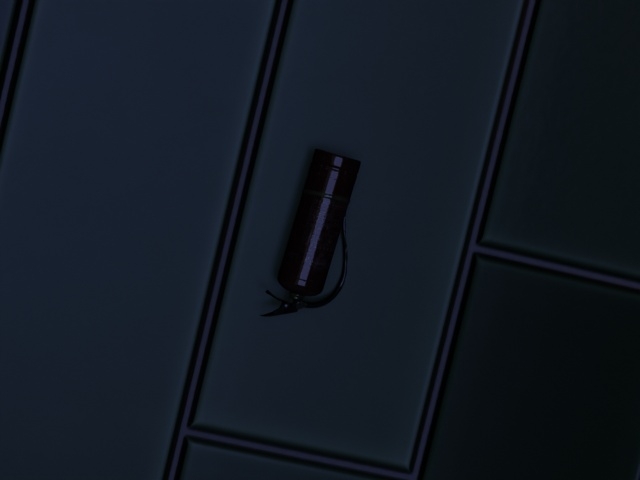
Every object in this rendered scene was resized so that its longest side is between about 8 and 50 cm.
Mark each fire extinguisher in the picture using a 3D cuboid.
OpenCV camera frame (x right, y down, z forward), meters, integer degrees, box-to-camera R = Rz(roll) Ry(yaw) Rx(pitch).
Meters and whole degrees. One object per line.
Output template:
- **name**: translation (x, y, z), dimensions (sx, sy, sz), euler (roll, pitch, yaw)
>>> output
- **fire extinguisher**: translation (0.000, 0.000, 1.746), dimensions (0.078, 0.045, 0.157), euler (15, 93, -33)
